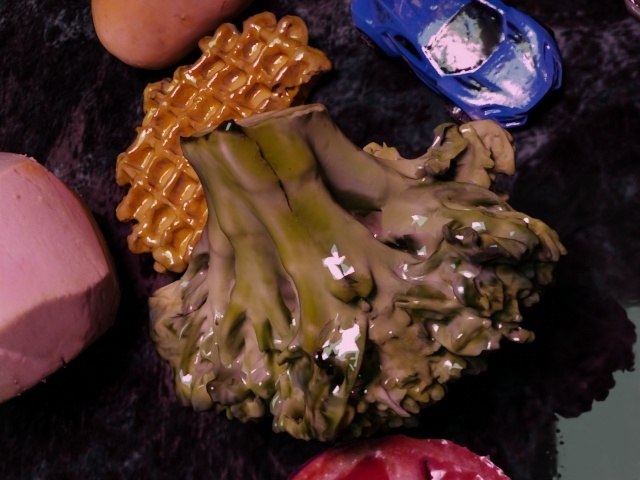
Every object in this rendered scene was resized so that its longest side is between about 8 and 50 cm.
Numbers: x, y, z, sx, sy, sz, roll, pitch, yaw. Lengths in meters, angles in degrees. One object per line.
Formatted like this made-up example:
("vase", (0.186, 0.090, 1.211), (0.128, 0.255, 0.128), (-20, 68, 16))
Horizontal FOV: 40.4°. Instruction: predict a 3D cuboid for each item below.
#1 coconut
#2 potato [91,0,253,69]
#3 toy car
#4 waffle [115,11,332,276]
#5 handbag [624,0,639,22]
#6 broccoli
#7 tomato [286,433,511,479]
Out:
("coconut", (-0.300, 0.024, 0.781), (0.241, 0.241, 0.241), (-13, 63, 29))
("potato", (-0.145, -0.281, 0.886), (0.234, 0.146, 0.150), (-36, 24, 16))
("toy car", (0.104, -0.171, 0.712), (0.103, 0.063, 0.216), (-47, 52, 7))
("waffle", (-0.091, -0.087, 0.811), (0.249, 0.056, 0.253), (-27, 56, 22))
("handbag", (0.300, -0.248, 0.565), (0.302, 0.149, 0.283), (36, 89, 36))
("broccoli", (0.000, 0.000, 0.595), (0.288, 0.246, 0.248), (-23, 28, -3))
("tomato", (0.055, 0.222, 0.561), (0.189, 0.099, 0.173), (7, 50, -5))
